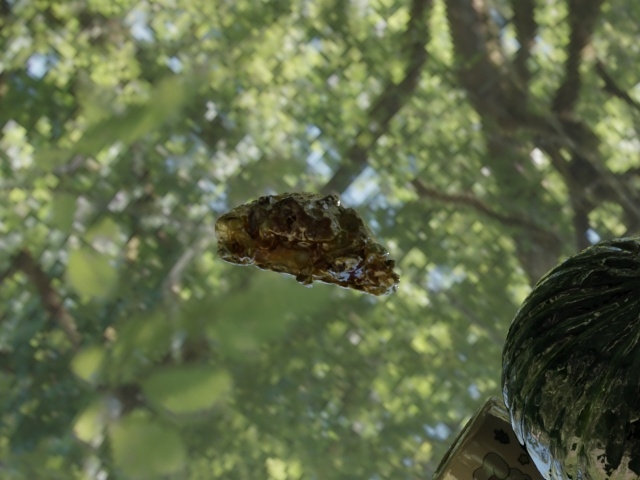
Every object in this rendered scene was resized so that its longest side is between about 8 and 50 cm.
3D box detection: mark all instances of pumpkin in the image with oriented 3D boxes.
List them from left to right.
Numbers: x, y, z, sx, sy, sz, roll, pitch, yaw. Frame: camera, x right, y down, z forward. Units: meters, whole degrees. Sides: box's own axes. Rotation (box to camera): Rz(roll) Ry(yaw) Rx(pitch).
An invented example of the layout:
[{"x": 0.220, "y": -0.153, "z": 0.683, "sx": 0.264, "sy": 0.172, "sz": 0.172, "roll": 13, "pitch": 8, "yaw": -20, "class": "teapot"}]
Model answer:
[{"x": 0.242, "y": 0.111, "z": 1.245, "sx": 0.250, "sy": 0.250, "sz": 0.216, "roll": 35, "pitch": -59, "yaw": 47, "class": "pumpkin"}]

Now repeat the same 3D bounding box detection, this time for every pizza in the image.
[{"x": 0.001, "y": -0.002, "z": 1.719, "sx": 0.194, "sy": 0.154, "sz": 0.069, "roll": 21, "pitch": -70, "yaw": 33, "class": "pizza"}]

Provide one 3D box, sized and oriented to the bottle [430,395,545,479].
[{"x": 0.165, "y": 0.195, "z": 1.363, "sx": 0.152, "sy": 0.099, "sz": 0.099, "roll": 34, "pitch": -93, "yaw": 2, "class": "bottle"}]
